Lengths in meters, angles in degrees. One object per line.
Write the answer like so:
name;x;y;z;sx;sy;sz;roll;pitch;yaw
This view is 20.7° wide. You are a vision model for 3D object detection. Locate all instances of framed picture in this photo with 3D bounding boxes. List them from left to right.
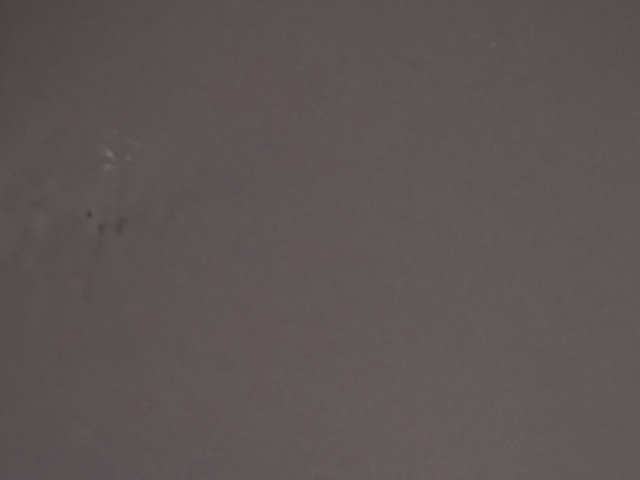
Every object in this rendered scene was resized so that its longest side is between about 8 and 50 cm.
framed picture;0.000;0.000;0.422;0.274;0.017;0.217;0;85;2
